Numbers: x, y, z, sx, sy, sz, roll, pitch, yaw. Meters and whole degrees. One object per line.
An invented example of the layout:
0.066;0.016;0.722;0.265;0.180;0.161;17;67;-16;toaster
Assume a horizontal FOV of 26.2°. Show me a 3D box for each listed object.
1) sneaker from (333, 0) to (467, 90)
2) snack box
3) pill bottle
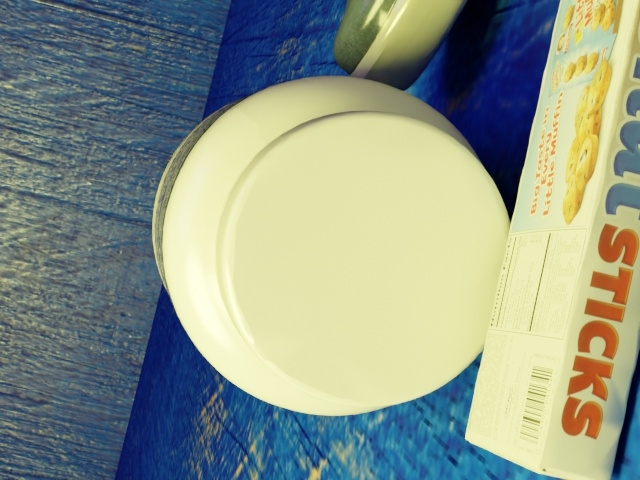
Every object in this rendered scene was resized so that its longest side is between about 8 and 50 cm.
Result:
0.022;-0.240;0.575;0.131;0.148;0.350;156;126;-78;sneaker
0.073;-0.030;0.356;0.064;0.022;0.178;171;113;-81;snack box
0.000;0.000;0.473;0.186;0.112;0.112;-157;81;-81;pill bottle
